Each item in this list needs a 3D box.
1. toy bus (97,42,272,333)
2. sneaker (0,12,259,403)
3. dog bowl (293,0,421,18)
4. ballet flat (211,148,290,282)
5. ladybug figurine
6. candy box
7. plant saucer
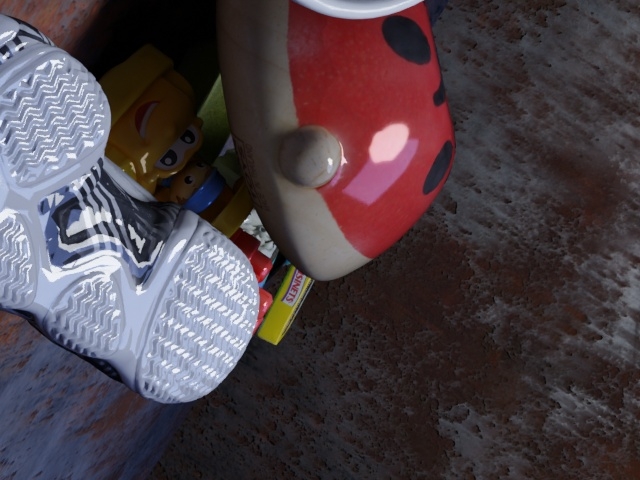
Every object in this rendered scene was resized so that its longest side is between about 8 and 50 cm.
[{"bbox_3d":[-0.120,-0.018,1.316,0.149,0.211,0.220,-51,170,-36],"label":"toy bus"},{"bbox_3d":[-0.200,-0.036,0.959,0.137,0.210,0.366,-56,140,-11],"label":"sneaker"},{"bbox_3d":[0.019,-0.275,0.978,0.265,0.104,0.265,-25,130,-34],"label":"dog bowl"},{"bbox_3d":[-0.071,-0.030,1.603,0.147,0.147,0.409,-60,177,25],"label":"ballet flat"},{"bbox_3d":[0.018,-0.135,1.325,0.449,0.162,0.305,-89,165,-66],"label":"ladybug figurine"},{"bbox_3d":[0.000,0.000,1.571,0.206,0.027,0.105,-62,180,9],"label":"candy box"},{"bbox_3d":[-0.114,-0.135,1.558,0.188,0.045,0.188,-60,174,22],"label":"plant saucer"}]
